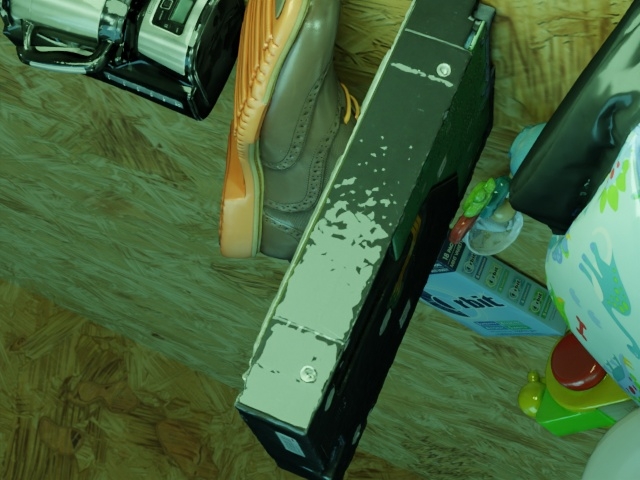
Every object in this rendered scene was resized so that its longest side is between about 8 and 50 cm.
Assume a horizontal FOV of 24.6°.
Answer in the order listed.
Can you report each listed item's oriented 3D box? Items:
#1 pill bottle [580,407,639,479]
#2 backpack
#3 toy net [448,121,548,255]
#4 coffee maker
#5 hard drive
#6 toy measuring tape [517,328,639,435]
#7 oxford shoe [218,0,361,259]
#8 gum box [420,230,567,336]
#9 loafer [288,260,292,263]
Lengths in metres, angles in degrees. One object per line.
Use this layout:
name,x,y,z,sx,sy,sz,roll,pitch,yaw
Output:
pill bottle,0.472,0.296,1.572,0.229,0.229,0.407,8,177,43
backpack,0.283,0.031,0.868,0.355,0.273,0.290,34,164,3
toy net,0.156,-0.023,1.252,0.045,0.122,0.232,36,164,9
coffee maker,-0.155,-0.182,1.218,0.178,0.120,0.171,22,-172,8
hard drive,0.042,0.005,1.099,0.064,0.339,0.237,22,166,12
toy measuring tape,0.358,0.129,1.589,0.330,0.121,0.121,-19,141,35
oxford shoe,-0.006,-0.103,1.196,0.132,0.130,0.364,6,151,-4
gum box,0.165,0.051,1.645,0.184,0.041,0.157,29,164,-23
loafer,0.000,0.000,1.598,0.267,0.096,0.084,55,174,-37
